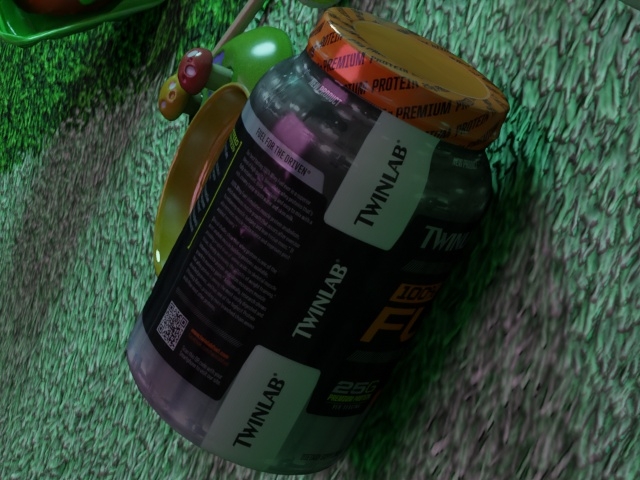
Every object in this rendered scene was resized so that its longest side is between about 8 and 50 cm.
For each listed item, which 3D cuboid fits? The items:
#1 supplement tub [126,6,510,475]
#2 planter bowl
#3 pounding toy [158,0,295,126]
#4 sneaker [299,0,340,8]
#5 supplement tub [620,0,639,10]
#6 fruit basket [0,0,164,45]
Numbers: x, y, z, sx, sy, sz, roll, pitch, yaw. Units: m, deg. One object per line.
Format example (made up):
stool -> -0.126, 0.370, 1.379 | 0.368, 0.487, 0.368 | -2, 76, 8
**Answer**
supplement tub -> 0.000, 0.000, 1.288 | 0.338, 0.207, 0.207 | -62, 27, 20
planter bowl -> -0.081, -0.042, 1.618 | 0.217, 0.090, 0.217 | -45, 36, 45
pounding toy -> -0.121, -0.177, 1.772 | 0.183, 0.110, 0.237 | -55, 30, 30
sneaker -> 0.015, -0.362, 1.645 | 0.240, 0.091, 0.126 | -64, 25, 17
supplement tub -> 0.210, -0.312, 1.036 | 0.241, 0.241, 0.331 | -59, 28, 24
fruit basket -> -0.345, -0.465, 2.149 | 0.392, 0.282, 0.392 | 161, 90, -75
